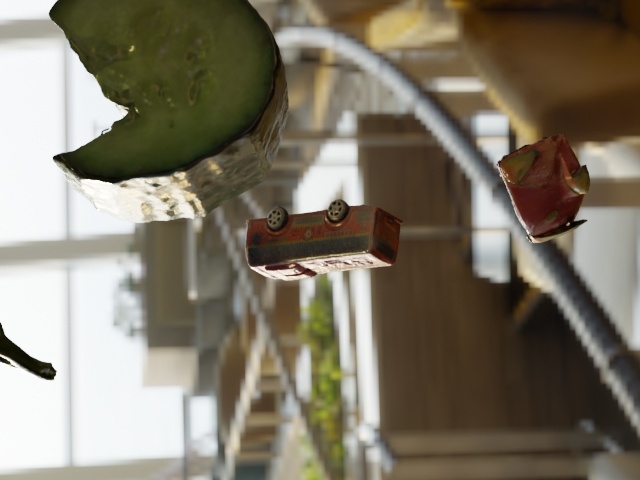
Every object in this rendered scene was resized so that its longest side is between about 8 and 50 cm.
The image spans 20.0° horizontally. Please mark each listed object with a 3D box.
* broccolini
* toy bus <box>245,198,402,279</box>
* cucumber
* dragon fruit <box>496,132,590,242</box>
[{"bbox_3d":[-0.326,0.080,1.723,0.201,0.074,0.058,30,-120,-45],"label":"broccolini"},{"bbox_3d":[0.000,0.000,2.066,0.065,0.192,0.077,28,-118,-47],"label":"toy bus"},{"bbox_3d":[-0.112,-0.116,1.366,0.130,0.191,0.191,96,172,-75],"label":"cucumber"},{"bbox_3d":[0.158,-0.033,1.246,0.083,0.056,0.060,55,-167,-70],"label":"dragon fruit"}]
